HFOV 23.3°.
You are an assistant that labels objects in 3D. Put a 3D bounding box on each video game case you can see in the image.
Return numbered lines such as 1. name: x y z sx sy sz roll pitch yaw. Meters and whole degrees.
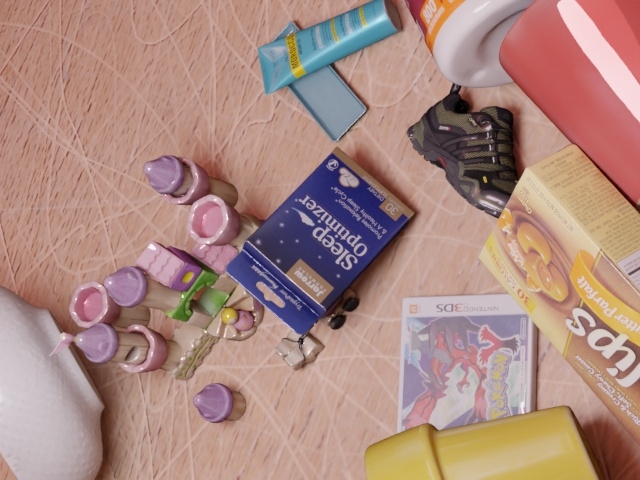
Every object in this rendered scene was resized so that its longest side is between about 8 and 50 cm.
1. video game case: 0.182 0.167 1.943 0.183 0.023 0.201 -4 78 30

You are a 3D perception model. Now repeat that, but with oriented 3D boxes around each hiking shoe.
1. hiking shoe: 0.208 -0.110 1.950 0.227 0.086 0.114 45 106 31

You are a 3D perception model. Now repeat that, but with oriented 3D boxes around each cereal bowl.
1. cereal bowl: -0.394 0.196 2.123 0.141 0.339 0.339 -30 63 -7

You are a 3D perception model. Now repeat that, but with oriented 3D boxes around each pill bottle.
1. pill bottle: 0.175 -0.408 1.953 0.224 0.224 0.392 -34 64 21

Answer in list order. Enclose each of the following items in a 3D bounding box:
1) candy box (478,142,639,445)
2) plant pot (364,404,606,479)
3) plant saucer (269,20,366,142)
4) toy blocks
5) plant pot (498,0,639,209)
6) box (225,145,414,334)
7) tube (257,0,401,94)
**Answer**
1. candy box: 0.331 0.067 1.762 0.316 0.087 0.183 50 148 20
2. plant pot: 0.208 0.308 1.780 0.239 0.254 0.254 -24 67 9
3. plant saucer: -0.008 -0.218 2.144 0.067 0.018 0.192 -46 60 14
4. toy blocks: -0.183 0.068 2.043 0.309 0.260 0.288 43 101 31
5. plant pot: 0.378 -0.185 1.776 0.275 0.275 0.243 -36 74 20
6. box: 0.000 0.000 1.985 0.136 0.036 0.225 41 67 5
7. tube: 0.008 -0.269 2.116 0.207 0.052 0.080 -22 55 21
